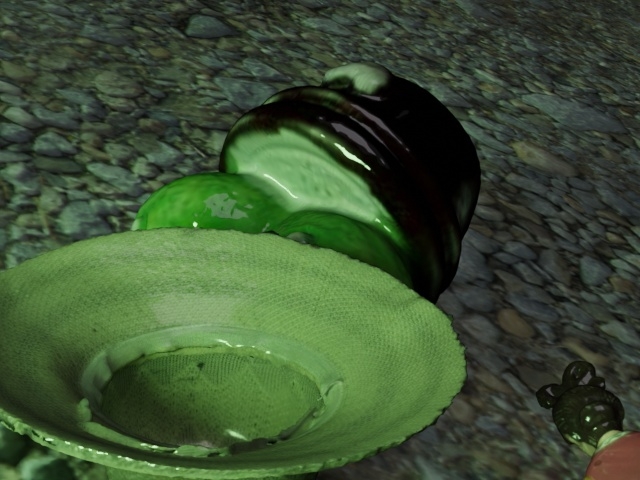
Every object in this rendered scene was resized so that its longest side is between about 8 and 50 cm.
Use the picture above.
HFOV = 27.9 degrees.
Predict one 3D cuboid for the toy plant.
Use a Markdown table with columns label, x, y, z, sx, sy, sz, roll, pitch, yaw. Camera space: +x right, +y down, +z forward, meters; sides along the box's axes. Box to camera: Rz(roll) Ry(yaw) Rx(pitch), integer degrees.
| label | x | y | z | sx | sy | sz | roll | pitch | yaw |
| --- | --- | --- | --- | --- | --- | --- | --- | --- | --- |
| toy plant | 0.000 | 0.000 | 0.833 | 0.218 | 0.175 | 0.235 | 24 | 51 | 31 |

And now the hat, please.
| label | x | y | z | sx | sy | sz | roll | pitch | yaw |
| --- | --- | --- | --- | --- | --- | --- | --- | --- | --- |
| hat | -0.056 | 0.089 | 0.638 | 0.252 | 0.110 | 0.252 | 4 | 22 | -2 |

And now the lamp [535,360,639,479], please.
| label | x | y | z | sx | sy | sz | roll | pitch | yaw |
| --- | --- | --- | --- | --- | --- | --- | --- | --- | --- |
| lamp | 0.186 | 0.166 | 0.647 | 0.118 | 0.118 | 0.253 | 6 | 23 | -25 |
